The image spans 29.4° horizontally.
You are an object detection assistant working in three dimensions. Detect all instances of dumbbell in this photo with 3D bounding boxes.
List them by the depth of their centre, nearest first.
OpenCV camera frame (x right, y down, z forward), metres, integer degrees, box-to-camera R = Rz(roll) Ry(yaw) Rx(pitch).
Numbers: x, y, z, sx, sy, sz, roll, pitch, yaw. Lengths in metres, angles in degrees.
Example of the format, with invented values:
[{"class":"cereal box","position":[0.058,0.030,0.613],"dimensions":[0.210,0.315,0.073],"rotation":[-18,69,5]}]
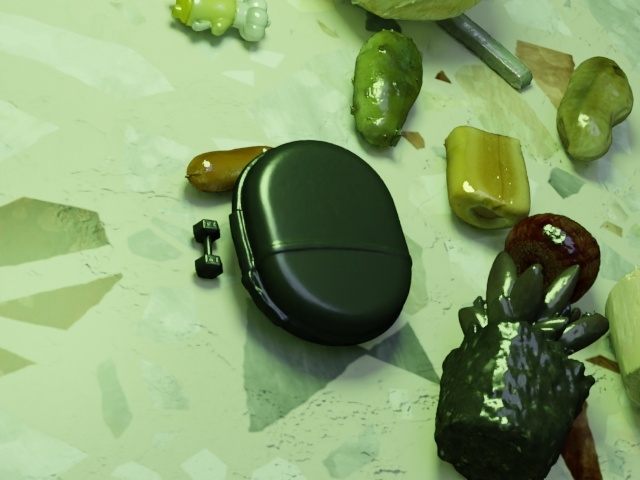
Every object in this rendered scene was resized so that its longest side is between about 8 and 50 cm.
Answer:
[{"class":"dumbbell","position":[-0.152,0.012,1.645],"dimensions":[0.036,0.040,0.083],"rotation":[34,38,-43]}]

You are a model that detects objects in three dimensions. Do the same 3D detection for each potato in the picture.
[{"class":"potato","position":[0.103,-0.243,1.938],"dimensions":[0.117,0.090,0.225],"rotation":[24,54,-16]}]

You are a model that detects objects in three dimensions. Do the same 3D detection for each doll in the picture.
[{"class":"doll","position":[-0.154,-0.360,1.923],"dimensions":[0.163,0.062,0.106],"rotation":[9,55,-19]}]

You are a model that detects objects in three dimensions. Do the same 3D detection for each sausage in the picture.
[{"class":"sausage","position":[-0.118,-0.103,1.743],"dimensions":[0.183,0.054,0.062],"rotation":[-14,92,-37]}]

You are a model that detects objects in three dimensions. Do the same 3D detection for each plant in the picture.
[{"class":"plant","position":[0.262,0.171,1.640],"dimensions":[0.182,0.194,0.320],"rotation":[38,50,-11]}]

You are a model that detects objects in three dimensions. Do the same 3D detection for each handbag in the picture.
[{"class":"handbag","position":[0.001,-0.001,1.669],"dimensions":[0.254,0.093,0.308],"rotation":[0,62,-30]}]

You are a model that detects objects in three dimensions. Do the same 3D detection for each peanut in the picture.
[{"class":"peanut","position":[0.470,-0.223,2.091],"dimensions":[0.120,0.110,0.236],"rotation":[35,47,-15]}]

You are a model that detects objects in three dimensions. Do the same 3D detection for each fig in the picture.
[{"class":"fig","position":[0.380,0.018,1.850],"dimensions":[0.201,0.134,0.146],"rotation":[-14,72,-44]}]

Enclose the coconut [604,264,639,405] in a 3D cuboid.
[{"class":"coconut","position":[0.537,0.125,1.763],"dimensions":[0.239,0.239,0.244],"rotation":[10,51,-19]}]

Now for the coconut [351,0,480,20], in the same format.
[{"class":"coconut","position":[0.148,-0.531,2.022],"dimensions":[0.346,0.346,0.360],"rotation":[17,14,-14]}]

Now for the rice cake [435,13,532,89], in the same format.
[{"class":"rice cake","position":[0.289,-0.340,2.145],"dimensions":[0.207,0.036,0.047],"rotation":[41,60,8]}]

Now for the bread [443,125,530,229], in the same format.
[{"class":"bread","position":[0.255,-0.092,1.895],"dimensions":[0.134,0.085,0.173],"rotation":[16,48,-11]}]
